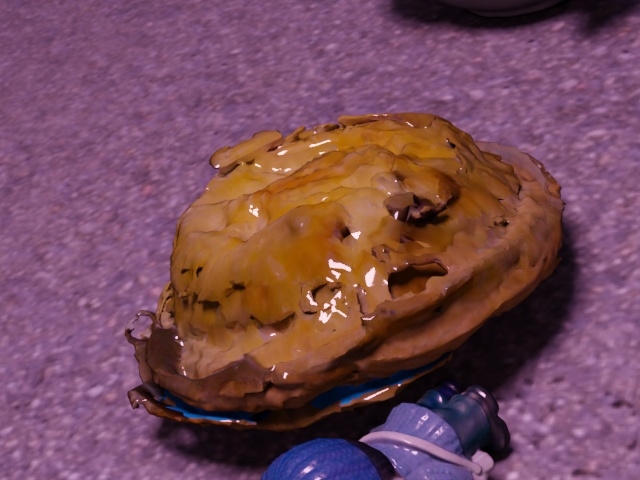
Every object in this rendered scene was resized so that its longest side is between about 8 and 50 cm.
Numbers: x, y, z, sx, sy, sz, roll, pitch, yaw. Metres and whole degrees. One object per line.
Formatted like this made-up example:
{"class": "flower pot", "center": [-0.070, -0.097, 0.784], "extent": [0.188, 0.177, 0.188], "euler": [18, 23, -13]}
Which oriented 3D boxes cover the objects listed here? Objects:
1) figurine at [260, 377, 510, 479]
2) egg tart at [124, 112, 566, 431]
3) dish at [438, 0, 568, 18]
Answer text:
{"class": "figurine", "center": [0.036, 0.124, 0.952], "extent": [0.086, 0.087, 0.149], "euler": [16, 42, 44]}
{"class": "egg tart", "center": [0.000, 0.000, 1.077], "extent": [0.291, 0.107, 0.291], "euler": [-19, 22, 8]}
{"class": "dish", "center": [0.148, -0.216, 1.338], "extent": [0.224, 0.078, 0.246], "euler": [-28, 35, -9]}
